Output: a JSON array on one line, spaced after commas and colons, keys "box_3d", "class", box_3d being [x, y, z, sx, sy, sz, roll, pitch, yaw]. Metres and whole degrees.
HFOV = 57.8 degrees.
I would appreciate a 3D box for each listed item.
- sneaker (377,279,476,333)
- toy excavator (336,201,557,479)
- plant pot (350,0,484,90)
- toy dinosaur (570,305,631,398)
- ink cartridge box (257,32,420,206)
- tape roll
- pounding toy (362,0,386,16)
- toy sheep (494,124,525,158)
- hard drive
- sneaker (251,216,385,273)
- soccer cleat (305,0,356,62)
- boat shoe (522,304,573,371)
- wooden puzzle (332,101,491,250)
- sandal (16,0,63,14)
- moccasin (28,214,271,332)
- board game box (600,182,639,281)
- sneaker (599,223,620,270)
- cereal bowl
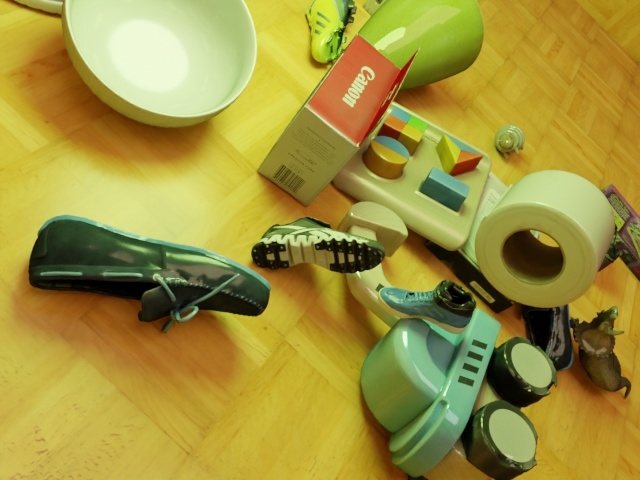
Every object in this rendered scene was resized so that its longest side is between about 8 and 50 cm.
[{"box_3d": [0.171, 0.090, 0.923, 0.152, 0.084, 0.058, 21, 42, 7], "class": "sneaker"}, {"box_3d": [0.164, 0.164, 1.024, 0.445, 0.222, 0.433, 36, 45, 2], "class": "toy excavator"}, {"box_3d": [0.211, -0.494, 1.467, 0.293, 0.275, 0.275, -36, 84, -27], "class": "plant pot"}, {"box_3d": [0.636, 0.266, 1.328, 0.160, 0.121, 0.313, -58, 133, -53], "class": "toy dinosaur"}, {"box_3d": [0.041, -0.267, 1.161, 0.130, 0.272, 0.309, 36, 46, -10], "class": "ink cartridge box"}, {"box_3d": [0.469, -0.004, 1.215, 0.246, 0.246, 0.169, 48, 46, 2], "class": "tape roll"}, {"box_3d": [0.244, -0.744, 1.680, 0.094, 0.181, 0.206, 47, 46, 1], "class": "pounding toy"}, {"box_3d": [0.541, -0.288, 1.653, 0.091, 0.091, 0.132, 47, 32, 1], "class": "toy sheep"}, {"box_3d": [0.406, -0.017, 1.392, 0.237, 0.064, 0.339, 44, 45, -3], "class": "hard drive"}, {"box_3d": [0.000, 0.000, 1.034, 0.234, 0.078, 0.106, 1, 37, 11], "class": "sneaker"}, {"box_3d": [0.011, -0.547, 1.474, 0.121, 0.093, 0.289, 12, 54, 9], "class": "soccer cleat"}, {"box_3d": [0.509, 0.162, 1.315, 0.089, 0.109, 0.258, 14, 52, -27], "class": "boat shoe"}, {"box_3d": [0.229, -0.176, 1.318, 0.322, 0.080, 0.348, 30, 48, 2], "class": "wooden puzzle"}, {"box_3d": [-0.431, -0.503, 1.108, 0.416, 0.102, 0.169, 9, 56, -30], "class": "sandal"}, {"box_3d": [-0.247, 0.072, 0.855, 0.342, 0.138, 0.117, 14, 57, -9], "class": "moccasin"}, {"box_3d": [0.961, 0.001, 1.776, 0.208, 0.056, 0.347, -31, 81, -39], "class": "board game box"}, {"box_3d": [0.764, -0.039, 1.610, 0.107, 0.124, 0.283, 23, 50, -21], "class": "sneaker"}, {"box_3d": [-0.293, -0.358, 1.053, 0.339, 0.141, 0.339, 7, 76, -29], "class": "cereal bowl"}]
